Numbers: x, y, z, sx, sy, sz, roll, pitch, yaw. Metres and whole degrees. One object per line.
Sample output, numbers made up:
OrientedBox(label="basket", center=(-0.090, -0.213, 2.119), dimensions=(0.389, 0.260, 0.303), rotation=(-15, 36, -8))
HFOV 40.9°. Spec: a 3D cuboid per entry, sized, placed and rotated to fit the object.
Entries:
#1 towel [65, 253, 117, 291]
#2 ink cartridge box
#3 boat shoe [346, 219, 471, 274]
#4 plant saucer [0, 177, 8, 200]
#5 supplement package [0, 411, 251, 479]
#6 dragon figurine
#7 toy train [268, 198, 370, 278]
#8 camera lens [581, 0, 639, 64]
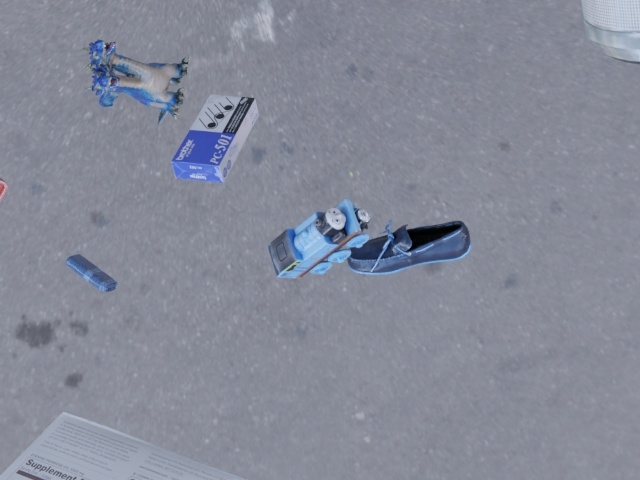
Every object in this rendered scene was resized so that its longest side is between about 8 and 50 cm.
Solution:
OrientedBox(label="towel", center=(-0.529, 0.078, 1.977), dimensions=(0.119, 0.067, 0.029), rotation=(36, 98, 7))
OrientedBox(label="ink cartridge box", center=(-0.197, -0.196, 1.627), dimensions=(0.097, 0.207, 0.046), rotation=(8, 138, 16))
OrientedBox(label="boat shoe", center=(0.178, -0.002, 1.778), dimensions=(0.258, 0.109, 0.089), rotation=(-14, 135, 0))
OrientedBox(label="plant saucer", center=(-0.682, -0.071, 1.416), dimensions=(0.259, 0.047, 0.258), rotation=(19, 134, -29))
OrientedBox(label="supplement package", center=(-0.149, 0.303, 0.706), dimensions=(0.204, 0.145, 0.261), rotation=(12, 129, 28))
OrientedBox(label="dragon figurine", center=(-0.272, -0.231, 1.249), dimensions=(0.144, 0.289, 0.085), rotation=(8, 91, -13))
OrientedBox(label="toy train", center=(0.000, 0.000, 1.424), dimensions=(0.105, 0.080, 0.184), rotation=(2, 151, -44))
OrientedBox(label="camera lens", center=(0.334, -0.305, 0.756), dimensions=(0.220, 0.219, 0.274), rotation=(-17, 115, -1))
